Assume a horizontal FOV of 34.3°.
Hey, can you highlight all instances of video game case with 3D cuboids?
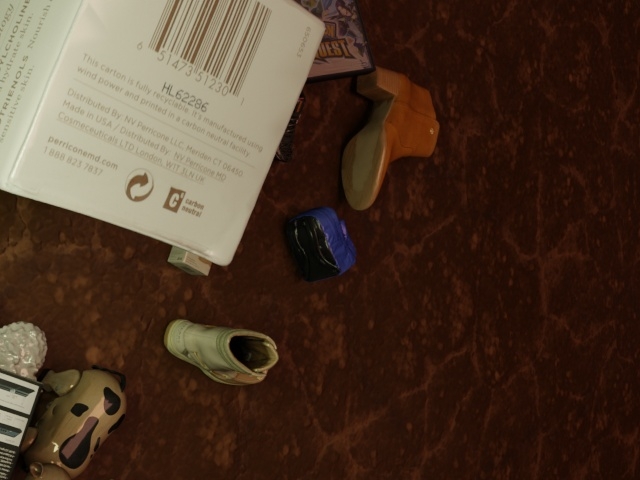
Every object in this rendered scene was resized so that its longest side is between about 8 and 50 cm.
[{"bbox_3d":[-0.048,-0.386,1.739,0.274,0.035,0.248,-15,90,-35],"label":"video game case"}]

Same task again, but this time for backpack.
[{"bbox_3d":[0.000,0.000,1.836,0.101,0.098,0.120,-38,106,-51],"label":"backpack"}]

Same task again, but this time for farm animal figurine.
[{"bbox_3d":[-0.348,0.312,1.389,0.330,0.172,0.327,38,63,-42],"label":"farm animal figurine"}]

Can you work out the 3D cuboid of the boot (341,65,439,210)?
[{"bbox_3d":[0.148,-0.181,1.989,0.211,0.104,0.295,18,73,-47],"label":"boot"}]

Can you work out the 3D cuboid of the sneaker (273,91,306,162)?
[{"bbox_3d":[-0.062,-0.222,1.771,0.072,0.077,0.178,-11,99,-47],"label":"sneaker"}]

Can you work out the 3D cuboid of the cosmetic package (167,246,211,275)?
[{"bbox_3d":[-0.194,-0.007,1.654,0.060,0.041,0.115,32,68,-44],"label":"cosmetic package"}]

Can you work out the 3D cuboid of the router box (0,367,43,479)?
[{"bbox_3d":[-0.468,0.245,1.152,0.081,0.308,0.243,33,66,-47],"label":"router box"}]

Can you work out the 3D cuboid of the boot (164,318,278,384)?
[{"bbox_3d":[-0.123,0.186,1.644,0.213,0.165,0.077,33,68,-42],"label":"boot"}]

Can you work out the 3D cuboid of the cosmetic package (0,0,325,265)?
[{"bbox_3d":[-0.277,-0.204,1.249,0.329,0.393,0.328,23,88,-46],"label":"cosmetic package"}]
